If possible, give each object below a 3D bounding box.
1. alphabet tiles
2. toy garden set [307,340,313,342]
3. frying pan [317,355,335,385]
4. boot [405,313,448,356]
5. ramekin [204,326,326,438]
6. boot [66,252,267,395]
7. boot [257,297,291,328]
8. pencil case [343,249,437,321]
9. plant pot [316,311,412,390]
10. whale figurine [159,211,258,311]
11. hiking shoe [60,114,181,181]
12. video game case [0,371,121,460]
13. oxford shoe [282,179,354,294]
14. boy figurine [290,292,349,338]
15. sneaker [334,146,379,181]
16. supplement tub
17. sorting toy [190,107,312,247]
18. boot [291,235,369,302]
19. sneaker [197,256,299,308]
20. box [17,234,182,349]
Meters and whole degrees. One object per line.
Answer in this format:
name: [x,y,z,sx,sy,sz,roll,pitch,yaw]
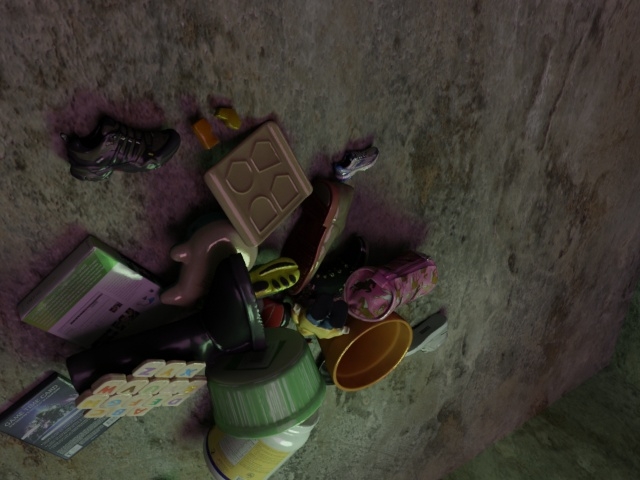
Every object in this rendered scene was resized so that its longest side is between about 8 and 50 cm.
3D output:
alphabet tiles: [-0.407,0.350,1.424,0.278,0.021,0.284,-38,148,27]
toy garden set: [-0.121,0.367,1.926,0.244,0.049,0.203,14,114,-44]
frying pan: [0.018,0.455,2.106,0.326,0.053,0.197,-35,138,-6]
boot: [0.375,0.385,2.285,0.258,0.095,0.123,-29,130,-17]
ramekin: [-0.149,0.351,1.584,0.304,0.303,0.148,-23,112,-21]
boot: [-0.358,0.214,1.407,0.446,0.146,0.366,-15,142,-9]
boot: [-0.183,0.275,1.777,0.176,0.088,0.244,20,107,-47]
pencil case: [0.213,0.127,1.808,0.386,0.160,0.167,-15,109,-59]
plant pot: [0.114,0.297,1.932,0.291,0.203,0.290,-20,134,-23]
whale figurine: [-0.277,0.046,1.475,0.216,0.141,0.272,26,112,-43]
hiking shoe: [-0.389,-0.194,1.221,0.227,0.086,0.114,-21,138,-21]
video game case: [-0.673,0.464,1.602,0.196,0.026,0.274,-38,138,-5]
oxford shoe: [0.000,0.000,1.661,0.130,0.123,0.348,-4,129,-45]
boy figurine: [-0.003,0.227,1.766,0.285,0.177,0.092,133,-21,-71]
sneaker: [0.094,-0.210,1.607,0.135,0.052,0.058,-35,134,-9]
supplement tub: [-0.180,0.579,1.879,0.241,0.241,0.331,16,123,-44]
sorting toy: [-0.162,-0.168,1.396,0.229,0.041,0.307,-45,120,-29]
boot: [0.029,0.087,1.781,0.179,0.085,0.236,6,119,-38]
sneaker: [-0.200,0.122,1.604,0.296,0.109,0.123,-11,168,-11]
box: [-0.499,0.151,1.451,0.232,0.058,0.322,-44,140,1]
